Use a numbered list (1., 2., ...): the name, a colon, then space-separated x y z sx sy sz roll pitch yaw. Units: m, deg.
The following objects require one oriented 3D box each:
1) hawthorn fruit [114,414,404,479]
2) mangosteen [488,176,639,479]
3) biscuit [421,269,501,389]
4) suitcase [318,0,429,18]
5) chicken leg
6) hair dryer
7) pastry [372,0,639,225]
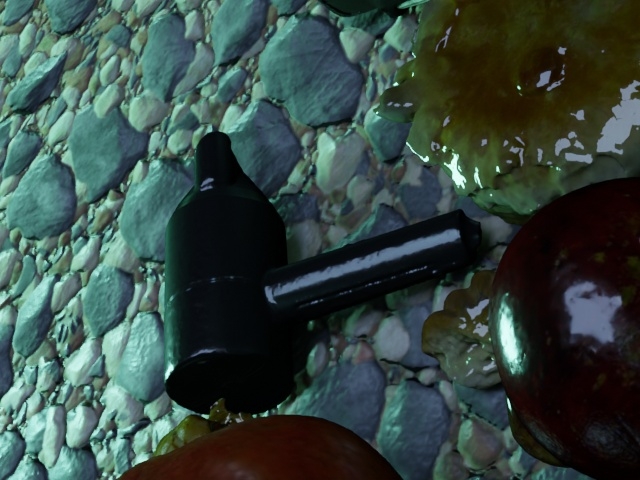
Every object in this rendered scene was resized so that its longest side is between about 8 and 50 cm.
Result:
1. hawthorn fruit: -0.033 0.266 1.283 0.311 0.295 0.295 -11 57 60
2. mangosteen: 0.213 0.081 1.218 0.257 0.215 0.215 104 164 -53
3. biscuit: 0.155 0.067 1.396 0.183 0.061 0.118 13 73 46
4. suitcase: 0.088 -0.428 1.666 0.283 0.194 0.434 -13 59 37
5. chicken leg: -0.101 0.190 1.499 0.101 0.085 0.207 -47 4 -21
6. hair dryer: 0.000 0.000 1.563 0.302 0.116 0.244 -17 54 20
7. pastry: 0.214 -0.139 1.412 0.329 0.136 0.330 -22 52 30
